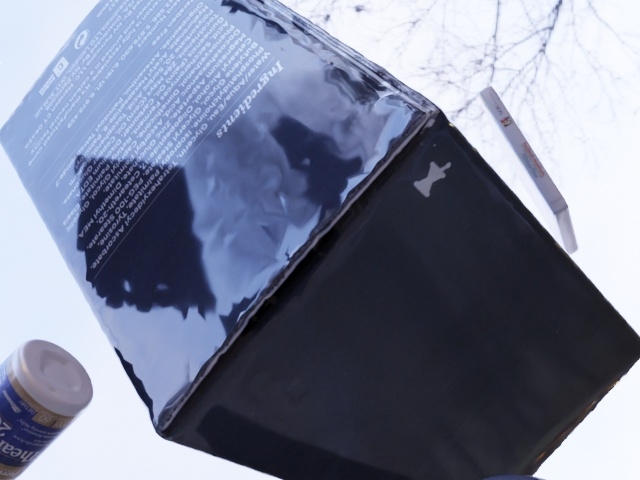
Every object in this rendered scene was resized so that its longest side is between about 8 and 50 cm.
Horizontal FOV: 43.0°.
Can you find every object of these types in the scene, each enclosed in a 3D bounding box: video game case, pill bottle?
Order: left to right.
[{"bbox_3d":[-0.227,0.134,0.589,0.120,0.067,0.067,-44,-58,12],"label":"pill bottle"},{"bbox_3d":[0.303,-0.094,1.165,0.026,0.206,0.227,-31,-24,11],"label":"video game case"}]

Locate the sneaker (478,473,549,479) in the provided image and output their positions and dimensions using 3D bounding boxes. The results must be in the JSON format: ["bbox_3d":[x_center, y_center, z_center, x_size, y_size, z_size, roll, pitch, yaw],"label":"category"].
[{"bbox_3d":[0.091,0.185,0.306,0.126,0.321,0.127,-29,-66,10],"label":"sneaker"}]

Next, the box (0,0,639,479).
[{"bbox_3d":[0.000,0.000,0.833,0.297,0.472,0.480,-50,-45,4],"label":"box"}]
